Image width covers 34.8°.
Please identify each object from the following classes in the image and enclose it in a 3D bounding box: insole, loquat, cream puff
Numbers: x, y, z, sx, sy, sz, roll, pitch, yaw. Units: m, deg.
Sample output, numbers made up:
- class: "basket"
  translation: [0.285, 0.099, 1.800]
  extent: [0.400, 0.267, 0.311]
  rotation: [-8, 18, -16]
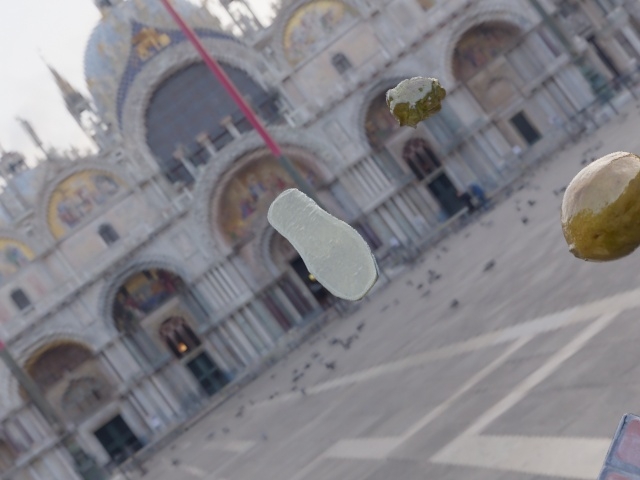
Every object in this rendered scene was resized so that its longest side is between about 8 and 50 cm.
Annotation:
- class: "insole"
  translation: [0.000, 0.000, 1.342]
  extent: [0.081, 0.248, 0.011]
  rotation: [-48, -46, 1]
- class: "loquat"
  translation: [0.540, -0.064, 1.883]
  extent: [0.234, 0.176, 0.187]
  rotation: [-53, 14, 5]
- class: "cream puff"
  translation: [0.140, -0.202, 1.491]
  extent: [0.058, 0.083, 0.083]
  rotation: [71, -148, -55]

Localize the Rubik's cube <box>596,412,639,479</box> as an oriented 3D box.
- class: "Rubik's cube"
  translation: [0.591, 0.541, 1.625]
  extent: [0.362, 0.358, 0.363]
  rotation: [-54, -30, -32]
